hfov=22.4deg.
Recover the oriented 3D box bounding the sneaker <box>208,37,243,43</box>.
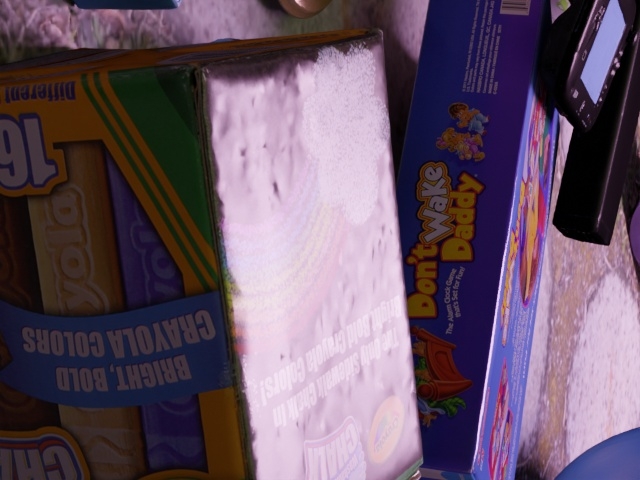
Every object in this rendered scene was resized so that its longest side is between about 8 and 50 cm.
[{"bbox_3d":[-0.055,0.021,0.901,0.122,0.110,0.283,19,73,-43],"label":"sneaker"}]

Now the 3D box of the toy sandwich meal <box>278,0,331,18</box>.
[{"bbox_3d":[-0.011,-0.179,1.011,0.085,0.029,0.085,-26,123,-49],"label":"toy sandwich meal"}]

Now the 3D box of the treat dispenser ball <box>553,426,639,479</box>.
[{"bbox_3d":[0.316,0.304,1.407,0.288,0.288,0.288,-13,104,-61],"label":"treat dispenser ball"}]

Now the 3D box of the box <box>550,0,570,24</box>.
[{"bbox_3d":[0.185,-0.280,1.360,0.186,0.038,0.145,36,61,-59],"label":"box"}]

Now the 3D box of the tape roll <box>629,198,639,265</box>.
[{"bbox_3d":[0.425,-0.016,1.685,0.080,0.189,0.189,-59,142,-41],"label":"tape roll"}]

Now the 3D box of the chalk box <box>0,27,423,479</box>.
[{"bbox_3d":[-0.071,0.057,0.747,0.180,0.179,0.289,-24,111,-61],"label":"chalk box"}]

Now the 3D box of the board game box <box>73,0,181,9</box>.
[{"bbox_3d":[-0.117,-0.300,0.753,0.316,0.064,0.242,58,44,-48],"label":"board game box"}]

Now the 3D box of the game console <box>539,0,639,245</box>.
[{"bbox_3d":[0.206,-0.114,1.196,0.361,0.044,0.213,19,83,-74],"label":"game console"}]

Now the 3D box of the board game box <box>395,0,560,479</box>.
[{"bbox_3d":[0.103,0.020,1.116,0.233,0.078,0.347,67,31,-64],"label":"board game box"}]
